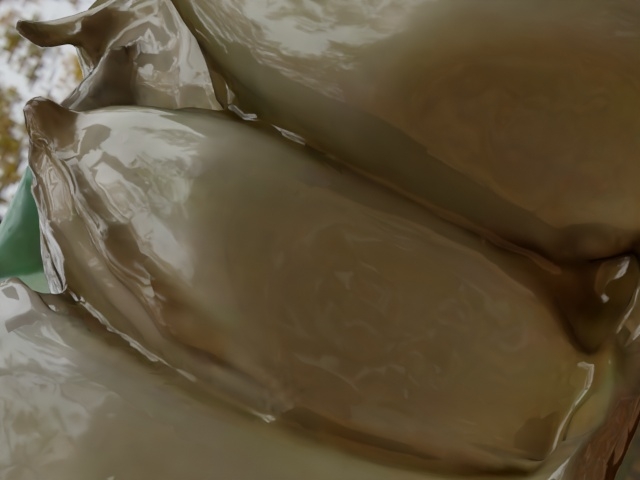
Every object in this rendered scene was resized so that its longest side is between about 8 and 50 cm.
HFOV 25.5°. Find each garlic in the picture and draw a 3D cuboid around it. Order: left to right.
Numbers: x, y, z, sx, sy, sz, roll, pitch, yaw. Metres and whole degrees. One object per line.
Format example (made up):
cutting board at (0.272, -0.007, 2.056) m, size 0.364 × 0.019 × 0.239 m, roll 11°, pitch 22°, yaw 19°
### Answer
garlic at (0.003, -0.003, 0.399) m, size 0.185 × 0.203 × 0.281 m, roll 67°, pitch -132°, yaw -85°

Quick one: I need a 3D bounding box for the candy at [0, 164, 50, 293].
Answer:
candy at (-0.092, 0.126, 0.626) m, size 0.398 × 0.262 × 0.172 m, roll -65°, pitch -20°, yaw 5°
